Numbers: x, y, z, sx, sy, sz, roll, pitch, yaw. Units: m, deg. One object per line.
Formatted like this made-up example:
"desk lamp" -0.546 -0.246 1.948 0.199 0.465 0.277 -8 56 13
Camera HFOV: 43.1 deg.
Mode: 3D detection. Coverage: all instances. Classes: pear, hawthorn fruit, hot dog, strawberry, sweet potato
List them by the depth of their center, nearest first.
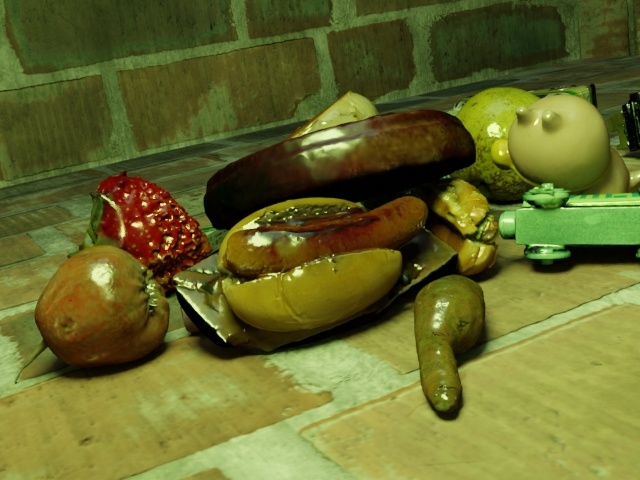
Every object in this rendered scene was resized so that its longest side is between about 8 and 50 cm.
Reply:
"sweet potato" 0.124 0.084 0.804 0.074 0.075 0.269 -5 19 18
"hot dog" 0.001 0.005 0.935 0.326 0.107 0.194 -27 60 -27
"hawthorn fruit" -0.272 0.078 0.942 0.189 0.149 0.149 -6 14 -4
"hot dog" 0.184 -0.030 1.113 0.072 0.115 0.269 -13 16 -1
"strawberry" -0.259 0.004 1.195 0.201 0.187 0.184 14 -15 -21
"pear" 0.305 -0.157 1.378 0.197 0.197 0.197 -9 14 2

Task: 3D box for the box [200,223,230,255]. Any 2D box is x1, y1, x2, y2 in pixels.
"box" -0.184 -0.008 1.420 0.049 0.041 0.207 -3 15 25

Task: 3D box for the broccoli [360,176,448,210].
"broccoli" 0.143 -0.127 1.453 0.156 0.195 0.195 25 -11 -39

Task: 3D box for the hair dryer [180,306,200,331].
"hair dryer" -0.111 0.079 1.054 0.106 0.054 0.154 -12 4 8

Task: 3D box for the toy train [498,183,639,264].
"toy train" 0.360 -0.023 1.022 0.253 0.105 0.157 -2 3 23

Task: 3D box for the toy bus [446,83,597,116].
"toy bus" 0.402 -0.232 1.687 0.305 0.143 0.179 5 21 45

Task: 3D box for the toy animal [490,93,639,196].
"toy animal" 0.342 -0.110 1.132 0.248 0.149 0.165 31 5 -46

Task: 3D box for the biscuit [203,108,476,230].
"biscuit" 0.023 -0.102 1.189 0.407 0.091 0.407 -15 -2 0

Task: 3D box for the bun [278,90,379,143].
"bun" 0.006 -0.155 1.589 0.299 0.165 0.299 -38 9 7

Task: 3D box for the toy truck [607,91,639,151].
"toy truck" 0.692 -0.232 1.551 0.257 0.127 0.127 -11 0 -8
